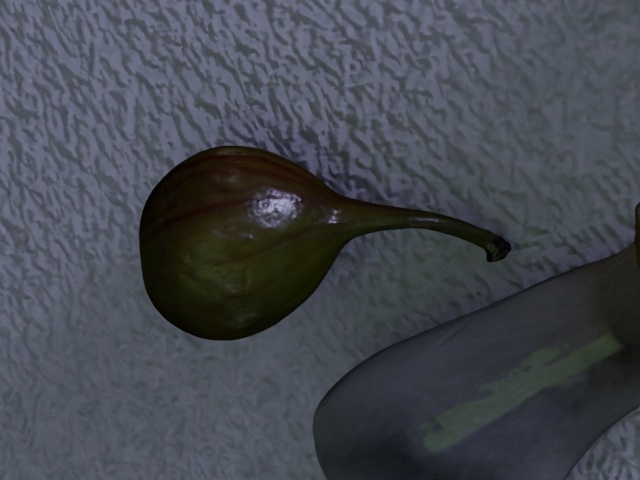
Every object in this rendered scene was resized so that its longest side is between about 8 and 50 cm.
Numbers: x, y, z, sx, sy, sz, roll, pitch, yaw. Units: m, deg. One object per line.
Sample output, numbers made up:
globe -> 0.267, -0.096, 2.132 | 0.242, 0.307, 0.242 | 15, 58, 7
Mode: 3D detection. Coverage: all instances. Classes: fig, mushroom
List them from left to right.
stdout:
fig -> 0.000, 0.000, 1.173 | 0.236, 0.124, 0.124 | -2, 111, 14
mushroom -> 0.136, 0.093, 1.149 | 0.159, 0.122, 0.329 | 30, 131, -31
